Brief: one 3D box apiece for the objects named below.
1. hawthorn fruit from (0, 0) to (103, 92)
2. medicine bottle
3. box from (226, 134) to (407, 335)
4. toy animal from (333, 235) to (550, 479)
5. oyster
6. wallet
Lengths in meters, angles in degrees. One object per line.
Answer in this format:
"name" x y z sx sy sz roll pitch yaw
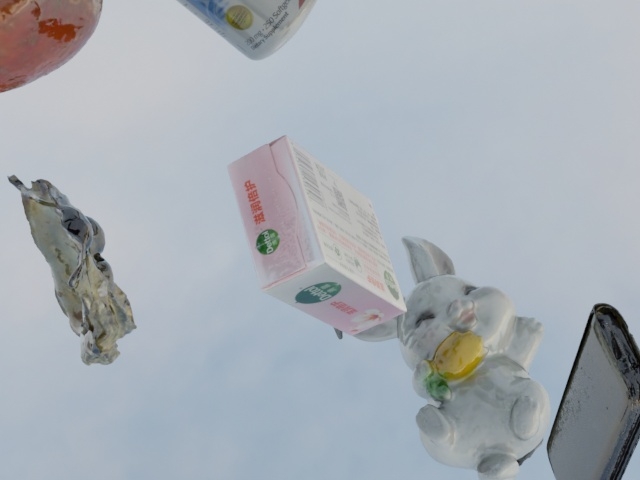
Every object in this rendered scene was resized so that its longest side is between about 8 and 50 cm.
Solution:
"hawthorn fruit" -0.337 -0.242 1.056 0.235 0.231 0.263 37 -67 46
"medicine bottle" -0.149 -0.387 1.451 0.157 0.289 0.157 -42 -155 25
"box" 0.000 0.000 0.658 0.043 0.125 0.089 -26 -118 18
"toy animal" 0.160 0.141 1.298 0.208 0.154 0.325 -41 -132 -8
"oyster" -0.319 0.063 1.477 0.096 0.361 0.221 -22 -142 -13
"wallet" 0.247 0.161 0.961 0.031 0.198 0.110 -3 -136 -9
